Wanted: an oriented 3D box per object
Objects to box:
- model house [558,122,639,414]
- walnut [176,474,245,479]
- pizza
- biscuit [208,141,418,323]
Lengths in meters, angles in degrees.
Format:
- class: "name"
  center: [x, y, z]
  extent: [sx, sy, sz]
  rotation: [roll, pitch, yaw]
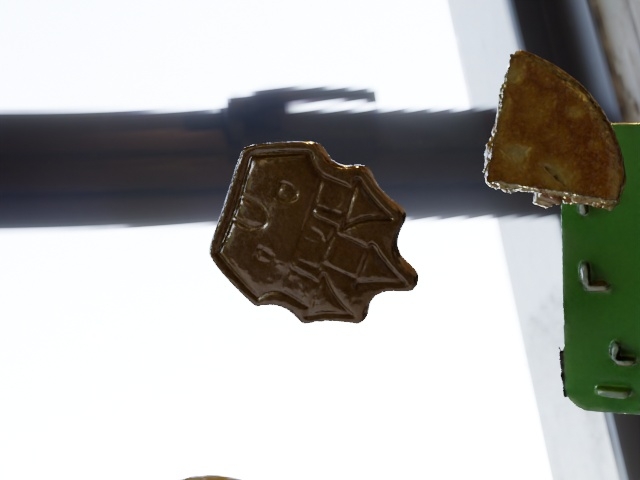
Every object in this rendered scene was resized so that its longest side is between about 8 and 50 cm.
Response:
- class: "model house"
  center: [0.453, 0.002, 1.533]
  extent: [0.340, 0.300, 0.323]
  rotation: [1, 13, 23]
- class: "walnut"
  center: [-0.092, 0.304, 1.023]
  extent: [0.282, 0.253, 0.277]
  rotation: [-16, 16, -38]
- class: "pizza"
  center: [0.207, -0.094, 1.356]
  extent: [0.134, 0.175, 0.046]
  rotation: [-24, -8, -6]
- class: "biscuit"
  center: [-0.001, 0.001, 1.447]
  extent: [0.215, 0.034, 0.182]
  rotation: [23, -72, 11]
